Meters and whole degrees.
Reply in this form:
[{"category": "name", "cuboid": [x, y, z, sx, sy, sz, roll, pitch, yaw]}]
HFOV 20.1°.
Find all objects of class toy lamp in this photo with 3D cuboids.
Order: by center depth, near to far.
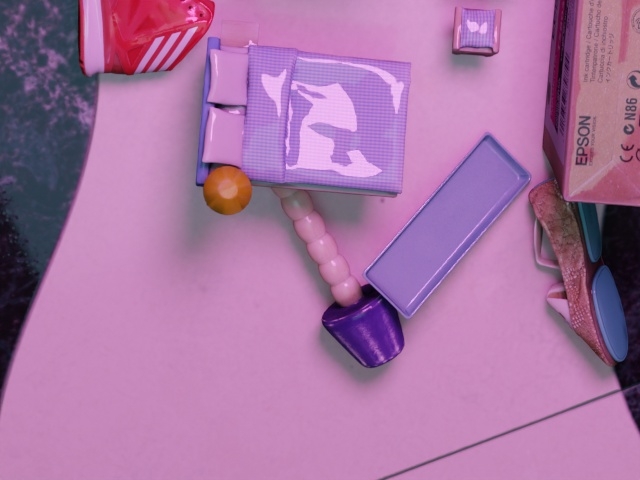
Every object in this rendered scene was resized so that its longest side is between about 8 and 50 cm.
[{"category": "toy lamp", "cuboid": [0.000, 0.000, 1.768, 0.080, 0.080, 0.274, -26, 106, 6]}]

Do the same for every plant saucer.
[{"category": "plant saucer", "cuboid": [0.122, -0.015, 1.764, 0.067, 0.018, 0.192, 44, 80, -14]}]

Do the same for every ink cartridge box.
[{"category": "ink cartridge box", "cuboid": [0.263, -0.168, 1.662, 0.088, 0.193, 0.234, 2, 106, 0]}]

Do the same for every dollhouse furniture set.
[{"category": "dollhouse furniture set", "cuboid": [0.042, -0.162, 1.610, 0.286, 0.198, 0.303, 7, 88, -4]}]

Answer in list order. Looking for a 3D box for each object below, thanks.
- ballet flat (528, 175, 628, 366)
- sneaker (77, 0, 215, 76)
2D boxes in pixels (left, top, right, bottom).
[{"category": "ballet flat", "cuboid": [0.252, 0.030, 1.799, 0.067, 0.073, 0.206, -7, 106, 29]}, {"category": "sneaker", "cuboid": [-0.162, -0.260, 1.691, 0.128, 0.087, 0.221, 0, 119, -11]}]
